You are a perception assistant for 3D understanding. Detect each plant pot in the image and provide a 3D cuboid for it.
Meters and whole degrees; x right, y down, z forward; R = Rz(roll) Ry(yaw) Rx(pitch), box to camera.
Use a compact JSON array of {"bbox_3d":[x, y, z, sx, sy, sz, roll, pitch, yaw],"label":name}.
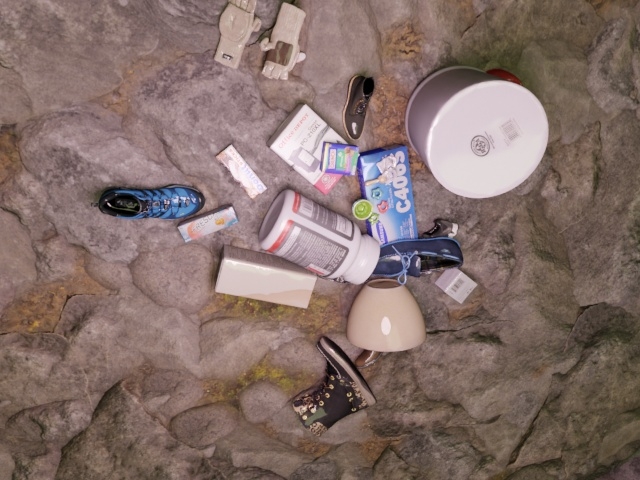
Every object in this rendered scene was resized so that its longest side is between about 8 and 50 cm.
[{"bbox_3d":[0.227,0.243,1.471,0.284,0.284,0.190,-6,100,-12],"label":"plant pot"}]

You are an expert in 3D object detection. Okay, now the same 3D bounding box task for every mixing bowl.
[{"bbox_3d":[0.615,-0.490,1.411,0.182,0.098,0.181,-4,109,-11],"label":"mixing bowl"}]

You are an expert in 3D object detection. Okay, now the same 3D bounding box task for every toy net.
[{"bbox_3d":[0.199,-0.163,1.365,0.122,0.045,0.232,28,101,-18],"label":"toy net"}]

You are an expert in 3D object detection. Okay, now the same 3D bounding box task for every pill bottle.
[{"bbox_3d":[0.000,0.000,1.362,0.363,0.210,0.210,26,100,-20],"label":"pill bottle"}]

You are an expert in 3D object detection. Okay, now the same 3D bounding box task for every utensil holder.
[{"bbox_3d":[0.431,-0.327,1.224,0.328,0.385,0.327,2,116,4],"label":"utensil holder"}]

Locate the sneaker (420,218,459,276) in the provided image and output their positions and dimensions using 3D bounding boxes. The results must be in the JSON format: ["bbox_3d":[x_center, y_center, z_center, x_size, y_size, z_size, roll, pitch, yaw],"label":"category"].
[{"bbox_3d":[0.409,0.020,1.543,0.106,0.078,0.234,26,99,-14],"label":"sneaker"}]

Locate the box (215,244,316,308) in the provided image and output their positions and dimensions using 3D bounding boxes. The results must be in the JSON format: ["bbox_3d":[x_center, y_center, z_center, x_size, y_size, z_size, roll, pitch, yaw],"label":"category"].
[{"bbox_3d":[-0.186,0.120,1.392,0.311,0.148,0.121,13,104,-16],"label":"box"}]

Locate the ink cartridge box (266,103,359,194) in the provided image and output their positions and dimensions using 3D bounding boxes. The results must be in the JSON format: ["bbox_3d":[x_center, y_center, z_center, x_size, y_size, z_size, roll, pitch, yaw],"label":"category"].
[{"bbox_3d":[-0.026,-0.289,1.320,0.237,0.100,0.172,38,95,-22],"label":"ink cartridge box"}]

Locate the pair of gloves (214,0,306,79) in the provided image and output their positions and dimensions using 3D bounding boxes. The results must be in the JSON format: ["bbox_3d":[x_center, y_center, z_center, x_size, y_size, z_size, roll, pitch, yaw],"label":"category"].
[{"bbox_3d":[-0.173,-0.586,1.202,0.240,0.042,0.204,14,107,-2],"label":"pair of gloves"}]

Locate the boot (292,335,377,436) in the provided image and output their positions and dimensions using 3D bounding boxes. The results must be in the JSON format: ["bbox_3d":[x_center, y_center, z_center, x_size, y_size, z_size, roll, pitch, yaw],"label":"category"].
[{"bbox_3d":[0.019,0.572,1.599,0.284,0.138,0.377,-35,117,-1],"label":"boot"}]

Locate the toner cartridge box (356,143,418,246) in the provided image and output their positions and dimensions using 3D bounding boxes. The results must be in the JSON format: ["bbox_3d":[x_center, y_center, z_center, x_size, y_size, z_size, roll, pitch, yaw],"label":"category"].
[{"bbox_3d":[0.232,-0.144,1.443,0.165,0.075,0.347,-15,111,-6],"label":"toner cartridge box"}]

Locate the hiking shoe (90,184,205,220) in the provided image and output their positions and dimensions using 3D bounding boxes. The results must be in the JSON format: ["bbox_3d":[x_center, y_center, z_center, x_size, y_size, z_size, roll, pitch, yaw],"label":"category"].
[{"bbox_3d":[-0.503,-0.102,1.248,0.304,0.132,0.113,-4,108,-12],"label":"hiking shoe"}]

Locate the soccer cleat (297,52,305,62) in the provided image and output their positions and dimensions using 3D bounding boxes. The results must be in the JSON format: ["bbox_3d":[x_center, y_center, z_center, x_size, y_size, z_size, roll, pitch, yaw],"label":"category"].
[{"bbox_3d":[-0.084,-0.551,1.254,0.083,0.035,0.029,-10,111,-9],"label":"soccer cleat"}]

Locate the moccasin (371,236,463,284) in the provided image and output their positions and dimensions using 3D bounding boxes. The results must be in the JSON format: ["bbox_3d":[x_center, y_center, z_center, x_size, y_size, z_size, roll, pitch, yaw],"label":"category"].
[{"bbox_3d":[0.323,0.065,1.429,0.342,0.116,0.137,-13,133,2],"label":"moccasin"}]

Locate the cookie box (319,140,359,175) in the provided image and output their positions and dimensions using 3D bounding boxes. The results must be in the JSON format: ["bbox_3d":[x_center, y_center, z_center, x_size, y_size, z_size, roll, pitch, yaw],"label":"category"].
[{"bbox_3d":[0.057,-0.251,1.277,0.107,0.040,0.091,3,109,-16],"label":"cookie box"}]

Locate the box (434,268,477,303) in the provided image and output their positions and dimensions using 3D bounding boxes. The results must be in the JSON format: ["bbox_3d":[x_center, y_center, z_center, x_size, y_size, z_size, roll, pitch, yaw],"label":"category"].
[{"bbox_3d":[0.523,0.168,1.609,0.102,0.087,0.101,36,97,-22],"label":"box"}]

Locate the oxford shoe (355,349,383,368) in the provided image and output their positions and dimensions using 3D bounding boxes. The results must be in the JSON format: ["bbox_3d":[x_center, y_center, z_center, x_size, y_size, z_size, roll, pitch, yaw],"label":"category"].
[{"bbox_3d":[0.208,0.400,1.617,0.227,0.083,0.096,-45,110,-10],"label":"oxford shoe"}]

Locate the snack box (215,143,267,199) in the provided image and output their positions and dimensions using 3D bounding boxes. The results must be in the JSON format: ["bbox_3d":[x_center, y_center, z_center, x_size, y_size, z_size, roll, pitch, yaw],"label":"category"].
[{"bbox_3d":[-0.252,-0.217,1.331,0.064,0.022,0.178,-39,112,0],"label":"snack box"}]

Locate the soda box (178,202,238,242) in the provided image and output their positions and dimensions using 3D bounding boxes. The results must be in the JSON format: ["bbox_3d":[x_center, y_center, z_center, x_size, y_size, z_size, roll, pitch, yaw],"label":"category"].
[{"bbox_3d":[-0.358,-0.058,1.335,0.183,0.063,0.058,-22,112,-6],"label":"soda box"}]

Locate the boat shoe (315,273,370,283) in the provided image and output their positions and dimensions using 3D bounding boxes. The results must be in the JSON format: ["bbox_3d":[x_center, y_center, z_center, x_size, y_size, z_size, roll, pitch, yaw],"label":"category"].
[{"bbox_3d":[0.083,0.119,1.498,0.206,0.065,0.075,6,106,-15],"label":"boat shoe"}]

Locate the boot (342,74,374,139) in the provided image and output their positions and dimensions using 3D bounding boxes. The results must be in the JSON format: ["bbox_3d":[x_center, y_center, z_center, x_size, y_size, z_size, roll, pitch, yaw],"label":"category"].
[{"bbox_3d":[0.122,-0.411,1.296,0.077,0.137,0.197,-6,110,-12],"label":"boot"}]
